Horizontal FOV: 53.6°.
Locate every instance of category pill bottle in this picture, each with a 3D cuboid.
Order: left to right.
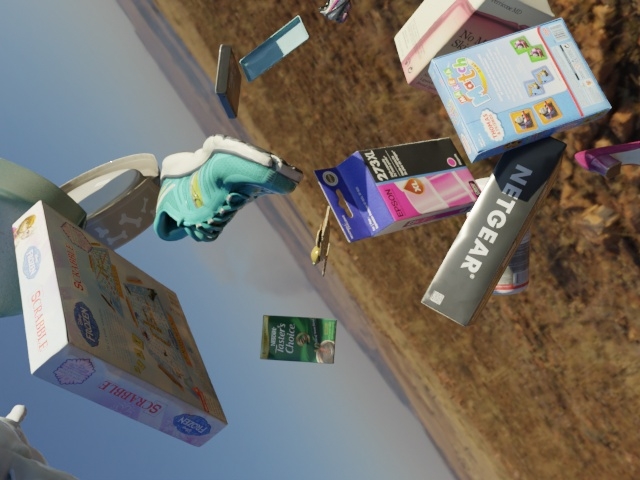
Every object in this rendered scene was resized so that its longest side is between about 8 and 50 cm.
[{"bbox_3d":[0.463,-0.015,1.651,0.161,0.161,0.283,-131,35,-71],"label":"pill bottle"}]

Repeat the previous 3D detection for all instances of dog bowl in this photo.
[{"bbox_3d":[-0.511,-0.070,1.459,0.102,0.349,0.349,67,173,-28],"label":"dog bowl"}]

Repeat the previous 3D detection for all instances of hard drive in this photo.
[{"bbox_3d":[-0.174,-0.300,1.211,0.135,0.022,0.094,80,-166,-81],"label":"hard drive"}]

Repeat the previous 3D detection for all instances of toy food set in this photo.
[{"bbox_3d":[0.000,0.000,1.764,0.192,0.038,0.132,90,-170,-52],"label":"toy food set"}]

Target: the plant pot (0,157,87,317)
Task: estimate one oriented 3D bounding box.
[{"bbox_3d":[-0.553,-0.004,1.093,0.252,0.247,0.248,16,-169,-16],"label":"plant pot"}]

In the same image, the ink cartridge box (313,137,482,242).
[{"bbox_3d":[0.178,-0.117,1.357,0.176,0.371,0.069,64,146,17],"label":"ink cartridge box"}]

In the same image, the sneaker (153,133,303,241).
[{"bbox_3d":[-0.116,-0.049,0.747,0.107,0.110,0.275,26,161,-31],"label":"sneaker"}]

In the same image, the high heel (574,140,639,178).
[{"bbox_3d":[0.796,-0.233,1.663,0.117,0.244,0.082,50,161,48],"label":"high heel"}]

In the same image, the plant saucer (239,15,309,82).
[{"bbox_3d":[-0.111,-0.459,1.530,0.018,0.192,0.067,7,-123,-61],"label":"plant saucer"}]

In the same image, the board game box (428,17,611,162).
[{"bbox_3d":[0.285,-0.219,0.917,0.039,0.211,0.160,99,151,-73],"label":"board game box"}]

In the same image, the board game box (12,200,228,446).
[{"bbox_3d":[-0.304,0.127,0.958,0.318,0.066,0.318,46,-174,-44],"label":"board game box"}]

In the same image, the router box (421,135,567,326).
[{"bbox_3d":[0.286,-0.010,1.039,0.081,0.309,0.243,29,-179,18],"label":"router box"}]

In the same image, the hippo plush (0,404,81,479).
[{"bbox_3d":[-0.502,0.351,0.909,0.294,0.234,0.236,57,151,-11],"label":"hippo plush"}]

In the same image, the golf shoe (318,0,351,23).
[{"bbox_3d":[0.058,-0.676,1.683,0.086,0.186,0.067,17,-149,-14],"label":"golf shoe"}]

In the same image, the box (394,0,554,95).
[{"bbox_3d":[0.266,-0.378,1.128,0.148,0.232,0.127,10,-124,-30],"label":"box"}]

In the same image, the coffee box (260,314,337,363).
[{"bbox_3d":[-0.055,0.244,1.559,0.040,0.184,0.113,88,-173,-82],"label":"coffee box"}]
